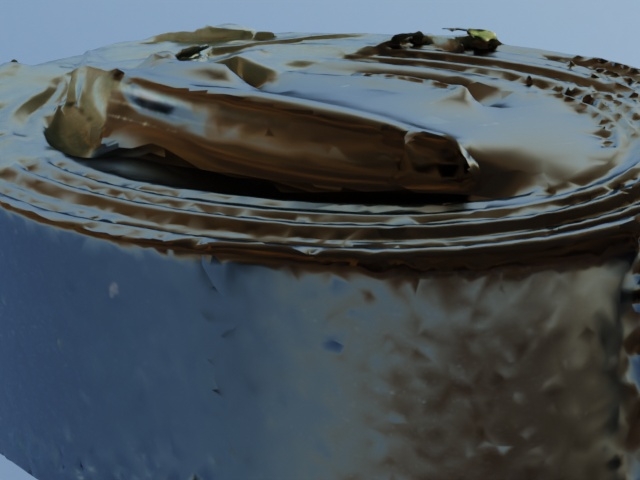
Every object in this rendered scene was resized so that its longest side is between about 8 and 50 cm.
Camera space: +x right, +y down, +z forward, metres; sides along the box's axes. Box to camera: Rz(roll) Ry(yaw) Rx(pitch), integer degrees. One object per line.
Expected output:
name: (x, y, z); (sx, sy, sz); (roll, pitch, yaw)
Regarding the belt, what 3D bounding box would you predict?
belt: (0.000, 0.000, 0.415); (0.198, 0.078, 0.151); (8, -155, 25)
